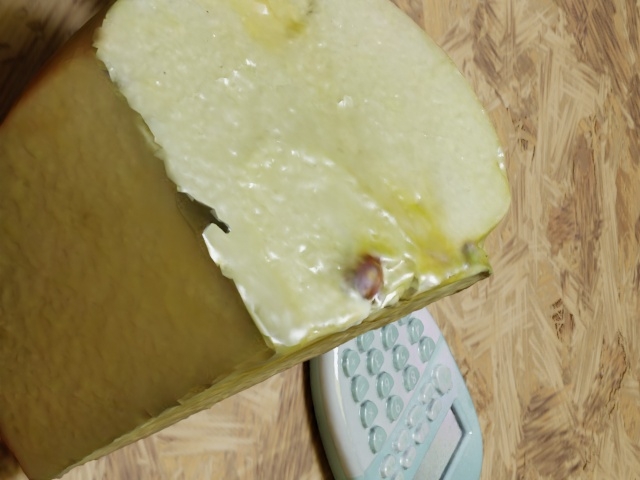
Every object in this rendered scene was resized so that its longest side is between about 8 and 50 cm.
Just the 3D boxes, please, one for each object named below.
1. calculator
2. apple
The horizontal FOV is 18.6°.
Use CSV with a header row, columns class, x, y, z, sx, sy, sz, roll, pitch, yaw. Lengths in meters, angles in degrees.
class,x,y,z,sx,sy,sz,roll,pitch,yaw
calculator,0.065,0.155,1.538,0.184,0.042,0.295,-56,132,-45
apple,-0.037,-0.009,1.150,0.309,0.252,0.314,-27,131,-56
